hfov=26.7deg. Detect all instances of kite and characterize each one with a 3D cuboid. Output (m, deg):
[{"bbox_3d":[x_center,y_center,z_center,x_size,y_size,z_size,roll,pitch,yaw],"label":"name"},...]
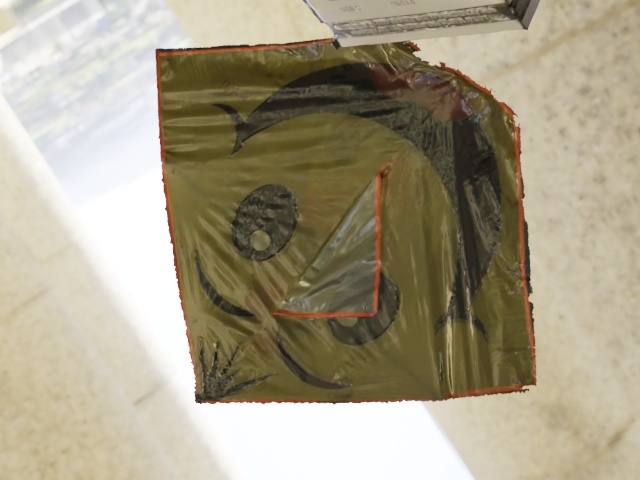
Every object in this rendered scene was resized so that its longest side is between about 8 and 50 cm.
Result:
[{"bbox_3d":[0.001,0.000,0.999,0.327,0.377,0.013,-54,173,15],"label":"kite"}]

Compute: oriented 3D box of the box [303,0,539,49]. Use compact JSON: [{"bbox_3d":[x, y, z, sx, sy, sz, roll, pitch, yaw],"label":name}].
[{"bbox_3d":[0.000,-0.188,0.672,0.129,0.247,0.033,1,-123,41],"label":"box"}]
